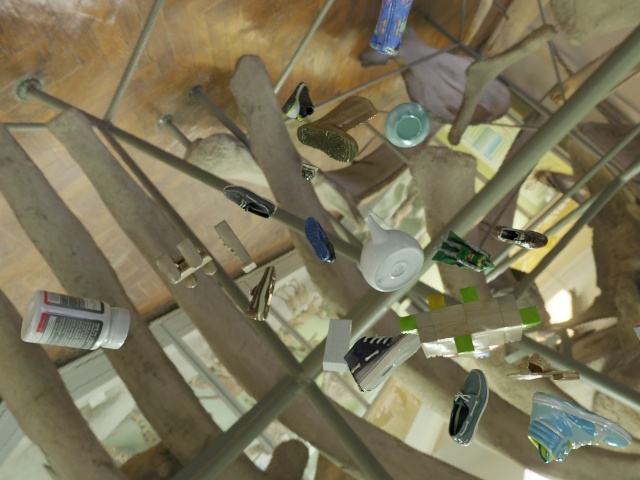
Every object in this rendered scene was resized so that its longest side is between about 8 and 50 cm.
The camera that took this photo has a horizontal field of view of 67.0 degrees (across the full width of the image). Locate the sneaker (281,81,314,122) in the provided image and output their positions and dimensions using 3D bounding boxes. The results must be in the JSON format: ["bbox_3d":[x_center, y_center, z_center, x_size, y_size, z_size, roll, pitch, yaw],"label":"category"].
[{"bbox_3d":[-0.067,-0.465,1.667,0.084,0.097,0.234,-46,-165,36],"label":"sneaker"}]

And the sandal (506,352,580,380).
[{"bbox_3d":[0.689,0.392,1.516,0.088,0.240,0.079,112,-19,-65],"label":"sandal"}]

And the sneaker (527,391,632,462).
[{"bbox_3d":[0.823,0.649,1.570,0.127,0.319,0.208,80,34,-69],"label":"sneaker"}]

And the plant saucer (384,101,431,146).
[{"bbox_3d":[0.362,-0.470,1.997,0.195,0.195,0.037,-51,-160,26],"label":"plant saucer"}]

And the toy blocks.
[{"bbox_3d":[0.458,0.286,1.494,0.382,0.190,0.261,-14,147,12],"label":"toy blocks"}]

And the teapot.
[{"bbox_3d":[0.245,0.054,1.791,0.253,0.187,0.255,5,123,-33],"label":"teapot"}]

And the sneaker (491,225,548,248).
[{"bbox_3d":[0.673,-0.006,1.623,0.071,0.189,0.066,-51,151,-81],"label":"sneaker"}]

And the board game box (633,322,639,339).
[{"bbox_3d":[1.121,0.221,1.413,0.304,0.097,0.224,-14,164,-24],"label":"board game box"}]

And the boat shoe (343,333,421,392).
[{"bbox_3d":[0.219,0.375,1.710,0.340,0.158,0.127,-48,146,18],"label":"boat shoe"}]

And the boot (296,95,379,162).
[{"bbox_3d":[0.093,-0.360,1.504,0.270,0.236,0.089,-37,145,-34],"label":"boot"}]

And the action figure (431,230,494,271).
[{"bbox_3d":[0.529,0.052,1.762,0.063,0.232,0.137,35,84,-49],"label":"action figure"}]

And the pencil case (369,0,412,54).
[{"bbox_3d":[0.262,-0.824,1.736,0.306,0.120,0.133,102,15,-46],"label":"pencil case"}]

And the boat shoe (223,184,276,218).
[{"bbox_3d":[-0.264,-0.140,1.776,0.064,0.206,0.075,-73,-173,-46],"label":"boat shoe"}]

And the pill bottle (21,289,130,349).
[{"bbox_3d":[-0.781,0.264,1.558,0.283,0.161,0.161,20,119,-37],"label":"pill bottle"}]

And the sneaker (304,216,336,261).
[{"bbox_3d":[0.000,0.000,2.180,0.081,0.232,0.090,-33,151,22],"label":"sneaker"}]

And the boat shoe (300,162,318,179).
[{"bbox_3d":[-0.039,-0.229,1.638,0.152,0.056,0.049,4,106,-84],"label":"boat shoe"}]

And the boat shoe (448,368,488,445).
[{"bbox_3d":[0.608,0.679,2.006,0.116,0.099,0.319,-4,-120,53],"label":"boat shoe"}]

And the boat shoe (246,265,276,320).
[{"bbox_3d":[-0.250,0.208,2.002,0.095,0.095,0.257,86,10,-47],"label":"boat shoe"}]

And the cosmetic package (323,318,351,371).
[{"bbox_3d":[0.074,0.439,2.045,0.239,0.099,0.060,-77,169,-50],"label":"cosmetic package"}]

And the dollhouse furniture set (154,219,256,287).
[{"bbox_3d":[-0.345,0.076,1.494,0.242,0.161,0.212,-35,173,-7],"label":"dollhouse furniture set"}]
